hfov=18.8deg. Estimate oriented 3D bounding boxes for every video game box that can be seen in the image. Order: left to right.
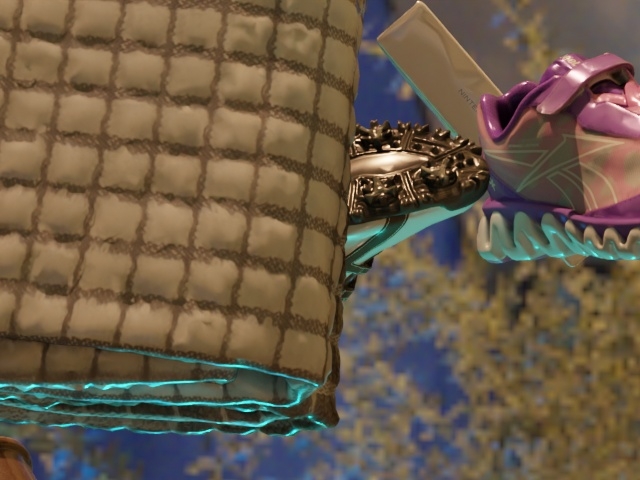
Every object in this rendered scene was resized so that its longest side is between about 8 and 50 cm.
[{"bbox_3d":[0.125,-0.072,1.370,0.205,0.048,0.187,49,-177,3],"label":"video game box"}]

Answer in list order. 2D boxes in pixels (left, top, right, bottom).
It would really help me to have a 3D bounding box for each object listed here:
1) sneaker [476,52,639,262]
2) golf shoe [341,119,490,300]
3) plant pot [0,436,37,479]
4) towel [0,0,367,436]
[{"bbox_3d":[0.154,-0.047,0.997,0.095,0.236,0.104,-16,-83,-31],"label":"sneaker"},{"bbox_3d":[0.000,0.000,1.031,0.077,0.198,0.094,-89,-19,-51],"label":"golf shoe"},{"bbox_3d":[-0.183,0.224,1.068,0.167,0.165,0.167,-36,-22,-18],"label":"plant pot"},{"bbox_3d":[-0.126,-0.054,0.685,0.121,0.284,0.235,84,-170,-74],"label":"towel"}]
